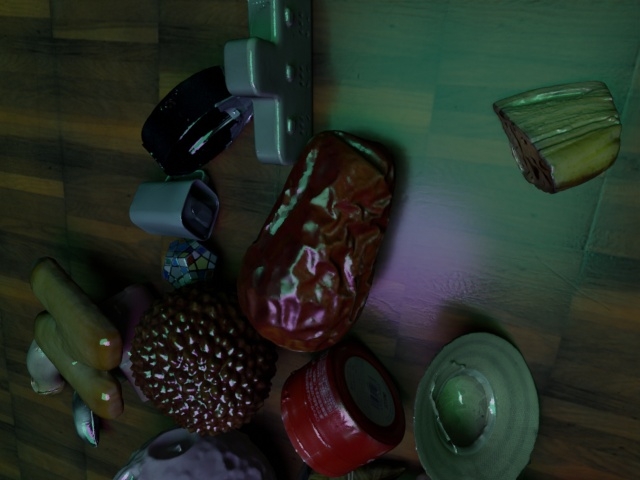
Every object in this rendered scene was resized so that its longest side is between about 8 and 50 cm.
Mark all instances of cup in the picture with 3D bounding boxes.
[{"bbox_3d":[-0.260,-0.072,0.804,0.129,0.095,0.128,4,69,21],"label":"cup"}]

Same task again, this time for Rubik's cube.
[{"bbox_3d":[-0.245,0.046,0.829,0.111,0.093,0.111,6,107,20],"label":"Rubik's cube"}]

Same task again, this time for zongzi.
[{"bbox_3d":[0.079,0.508,0.848,0.183,0.084,0.188,-5,109,10],"label":"zongzi"}]

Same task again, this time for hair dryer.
[{"bbox_3d":[-0.443,0.256,0.950,0.352,0.125,0.211,-33,91,31],"label":"hair dryer"}]

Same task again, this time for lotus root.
[{"bbox_3d":[0.323,-0.132,0.588,0.135,0.095,0.160,-15,59,17],"label":"lotus root"}]

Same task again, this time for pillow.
[{"bbox_3d":[-0.568,0.427,1.061,0.055,0.091,0.136,-9,102,-23],"label":"pillow"}]

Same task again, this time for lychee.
[{"bbox_3d":[-0.187,0.204,0.749,0.271,0.271,0.272,5,106,18],"label":"lychee"}]

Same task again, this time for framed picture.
[{"bbox_3d":[-0.023,0.497,0.857,0.011,0.109,0.149,0,104,17],"label":"framed picture"}]

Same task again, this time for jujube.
[{"bbox_3d":[0.000,0.000,0.678,0.216,0.216,0.343,26,97,12],"label":"jujube"}]

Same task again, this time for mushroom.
[{"bbox_3d":[-0.634,0.279,1.033,0.096,0.088,0.213,17,117,-15],"label":"mushroom"}]

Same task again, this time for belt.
[{"bbox_3d":[-0.193,-0.192,0.719,0.198,0.151,0.078,-42,83,14],"label":"belt"}]

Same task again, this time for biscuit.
[{"bbox_3d":[-0.476,0.189,0.848,0.290,0.062,0.237,33,124,25],"label":"biscuit"}]

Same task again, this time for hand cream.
[{"bbox_3d":[0.040,0.278,0.736,0.125,0.193,0.193,-41,88,25],"label":"hand cream"}]

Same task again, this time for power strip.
[{"bbox_3d":[-0.067,-0.242,0.635,0.059,0.193,0.265,6,106,21],"label":"power strip"}]

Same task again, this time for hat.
[{"bbox_3d":[0.221,0.268,0.705,0.110,0.251,0.252,-13,103,64],"label":"hat"}]

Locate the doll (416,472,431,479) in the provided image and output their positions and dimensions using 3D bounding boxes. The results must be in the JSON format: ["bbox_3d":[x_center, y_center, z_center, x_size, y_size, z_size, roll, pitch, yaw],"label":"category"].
[{"bbox_3d":[0.187,0.447,0.690,0.277,0.175,0.149,-7,138,18],"label":"doll"}]

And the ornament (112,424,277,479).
[{"bbox_3d":[-0.238,0.508,0.815,0.336,0.337,0.338,5,106,18],"label":"ornament"}]
